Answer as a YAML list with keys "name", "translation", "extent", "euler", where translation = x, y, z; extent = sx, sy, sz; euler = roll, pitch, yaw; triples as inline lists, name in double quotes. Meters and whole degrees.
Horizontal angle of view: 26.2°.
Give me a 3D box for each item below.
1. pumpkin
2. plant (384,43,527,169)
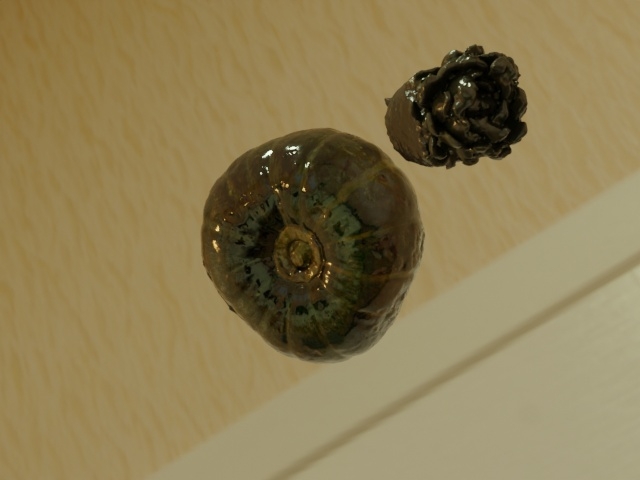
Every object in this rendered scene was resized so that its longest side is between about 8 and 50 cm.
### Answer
- name: "pumpkin"
  translation: [0.001, -0.001, 1.533]
  extent: [0.260, 0.260, 0.189]
  euler: [-45, -8, 25]
- name: "plant"
  translation: [0.103, -0.101, 1.082]
  extent: [0.094, 0.092, 0.143]
  euler: [-8, -1, -22]
